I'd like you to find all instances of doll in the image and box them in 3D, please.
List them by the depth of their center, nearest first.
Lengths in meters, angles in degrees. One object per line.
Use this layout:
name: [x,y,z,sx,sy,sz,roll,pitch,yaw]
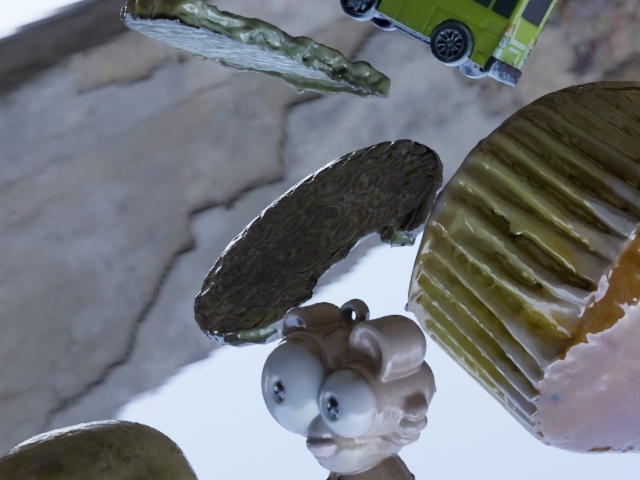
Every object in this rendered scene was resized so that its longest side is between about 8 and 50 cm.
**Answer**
doll: [0.039,0.184,1.498,0.119,0.278,0.154,-12,180,-41]

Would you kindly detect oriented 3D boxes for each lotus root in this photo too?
lotus root: [-0.242,0.269,1.819,0.151,0.169,0.342,-14,177,27]

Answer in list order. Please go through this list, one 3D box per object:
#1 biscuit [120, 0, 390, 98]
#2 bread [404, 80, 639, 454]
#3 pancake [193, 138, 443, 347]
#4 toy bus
biscuit: [-0.082,-0.187,1.753,0.273,0.036,0.187,17,175,-42]
bread: [0.202,0.024,1.098,0.288,0.204,0.156,9,-153,-50]
pancake: [0.000,0.000,1.866,0.286,0.033,0.288,-5,-139,46]
toy bus: [0.124,-0.290,2.081,0.262,0.150,0.128,31,-171,18]
